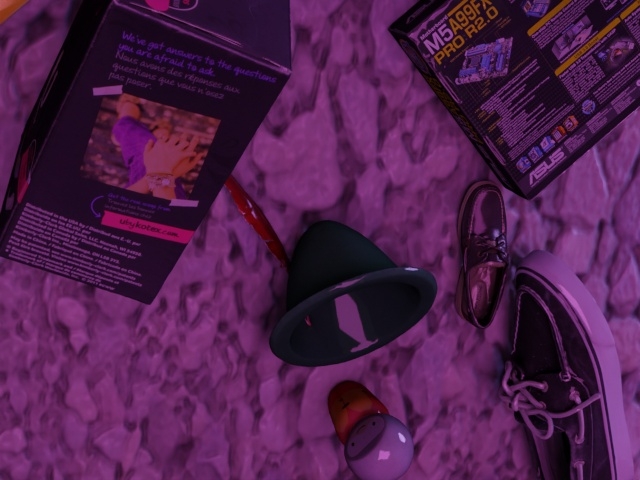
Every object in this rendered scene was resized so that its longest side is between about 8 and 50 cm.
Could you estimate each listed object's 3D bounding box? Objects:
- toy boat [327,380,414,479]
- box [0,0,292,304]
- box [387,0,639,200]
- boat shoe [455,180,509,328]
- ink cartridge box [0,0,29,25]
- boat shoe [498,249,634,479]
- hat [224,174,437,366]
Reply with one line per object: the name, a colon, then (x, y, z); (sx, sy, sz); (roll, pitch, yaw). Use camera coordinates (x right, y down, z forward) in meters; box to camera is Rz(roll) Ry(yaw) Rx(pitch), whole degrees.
toy boat: (0.035, 0.307, 1.164); (0.267, 0.148, 0.318); (-1, 107, -15)
box: (-0.145, -0.106, 0.923); (0.143, 0.165, 0.270); (21, 128, -21)
box: (0.235, -0.206, 1.110); (0.270, 0.060, 0.216); (-41, 112, -1)
boat shoe: (0.170, 0.017, 1.165); (0.056, 0.049, 0.152); (-5, 108, -14)
ink cartridge box: (-0.390, -0.263, 0.912); (0.307, 0.072, 0.303); (-42, 112, -2)
boat shoe: (0.241, 0.159, 1.196); (0.105, 0.113, 0.306); (-30, 122, -21)
hat: (0.000, 0.000, 1.127); (0.173, 0.184, 0.208); (-23, 153, -1)
